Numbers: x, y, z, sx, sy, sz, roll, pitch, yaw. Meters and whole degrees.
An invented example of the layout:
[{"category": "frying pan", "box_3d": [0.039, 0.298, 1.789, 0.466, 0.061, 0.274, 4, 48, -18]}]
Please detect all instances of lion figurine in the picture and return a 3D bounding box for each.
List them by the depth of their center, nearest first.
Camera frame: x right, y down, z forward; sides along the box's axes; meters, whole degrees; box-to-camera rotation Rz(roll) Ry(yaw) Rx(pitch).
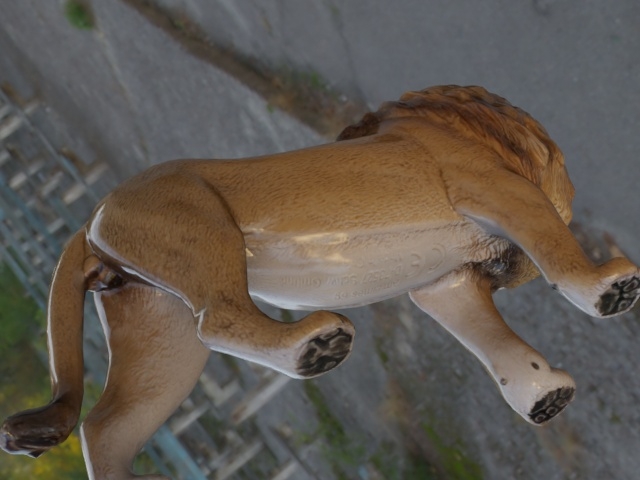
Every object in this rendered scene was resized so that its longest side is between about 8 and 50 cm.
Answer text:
[{"category": "lion figurine", "box_3d": [0.000, 0.000, 0.576, 0.240, 0.392, 0.142, 52, 134, 42]}]
